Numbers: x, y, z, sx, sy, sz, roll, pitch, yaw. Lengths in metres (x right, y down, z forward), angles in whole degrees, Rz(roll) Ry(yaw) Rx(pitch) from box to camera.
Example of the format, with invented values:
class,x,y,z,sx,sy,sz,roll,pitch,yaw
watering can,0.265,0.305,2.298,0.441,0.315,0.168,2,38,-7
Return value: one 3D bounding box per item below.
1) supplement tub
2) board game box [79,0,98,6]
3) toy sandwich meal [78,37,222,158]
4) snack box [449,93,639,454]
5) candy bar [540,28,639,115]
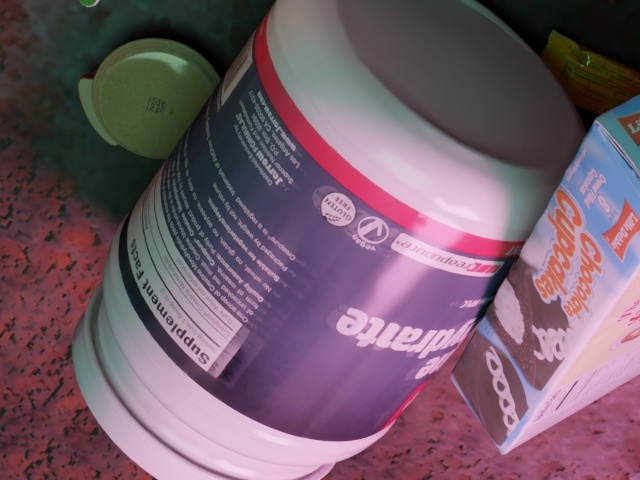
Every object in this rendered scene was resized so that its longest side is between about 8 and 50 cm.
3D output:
class,x,y,z,sx,sy,sz,roll,pitch,yaw
supplement tub,0.000,0.000,1.085,0.191,0.191,0.272,30,123,-11
board game box,-0.069,-0.244,0.983,0.259,0.039,0.124,-47,62,30
toy sandwich meal,-0.094,-0.083,1.145,0.086,0.029,0.085,2,121,3
snack box,0.182,-0.007,0.982,0.060,0.187,0.322,57,161,16
candy bar,0.194,-0.070,1.113,0.161,0.018,0.040,22,128,-7
